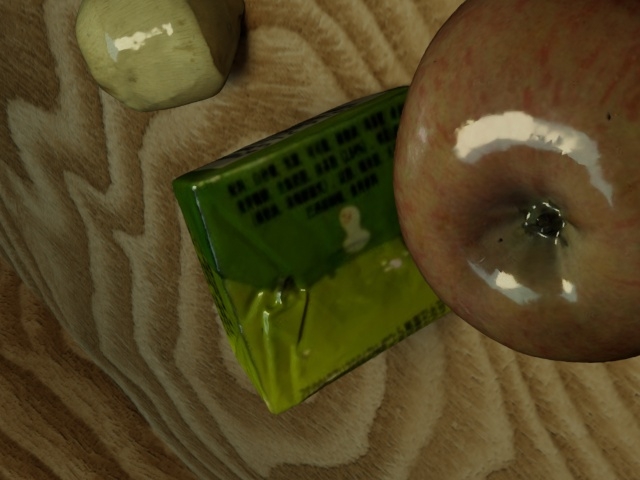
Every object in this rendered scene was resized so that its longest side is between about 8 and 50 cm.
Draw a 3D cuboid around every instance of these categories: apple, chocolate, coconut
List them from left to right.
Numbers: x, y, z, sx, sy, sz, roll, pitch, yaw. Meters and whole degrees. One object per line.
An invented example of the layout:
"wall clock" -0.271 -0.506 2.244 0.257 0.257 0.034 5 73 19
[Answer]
"coconut" -0.205 -0.276 1.090 0.224 0.224 0.224 31 138 33
"chocolate" 0.000 0.000 0.965 0.137 0.301 0.289 22 133 58
"apple" 0.207 -0.052 0.670 0.345 0.269 0.345 32 135 39
